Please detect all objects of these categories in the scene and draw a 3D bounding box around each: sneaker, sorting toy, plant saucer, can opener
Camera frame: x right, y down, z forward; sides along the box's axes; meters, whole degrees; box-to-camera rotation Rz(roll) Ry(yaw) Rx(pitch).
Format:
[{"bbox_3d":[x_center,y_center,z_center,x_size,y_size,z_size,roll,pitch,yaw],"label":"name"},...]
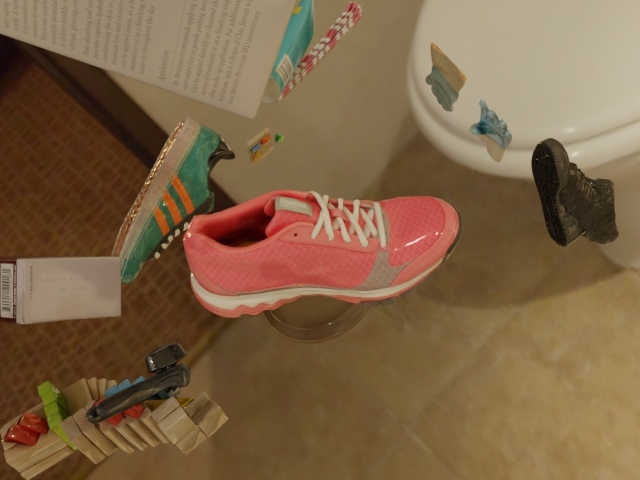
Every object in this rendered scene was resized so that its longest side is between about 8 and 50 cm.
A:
[{"bbox_3d":[0.000,0.001,0.994,0.314,0.136,0.116,-12,53,3],"label":"sneaker"},{"bbox_3d":[-0.244,-0.051,1.529,0.302,0.121,0.108,-63,20,-5],"label":"sneaker"},{"bbox_3d":[-0.103,-0.185,1.742,0.083,0.062,0.012,-41,59,-19],"label":"sorting toy"},{"bbox_3d":[-0.007,0.086,1.903,0.278,0.278,0.041,-43,31,0],"label":"plant saucer"},{"bbox_3d":[-0.254,0.211,1.291,0.073,0.186,0.059,52,132,8],"label":"can opener"},{"bbox_3d":[0.305,-0.059,1.080,0.089,0.170,0.051,-28,32,-17],"label":"sneaker"}]

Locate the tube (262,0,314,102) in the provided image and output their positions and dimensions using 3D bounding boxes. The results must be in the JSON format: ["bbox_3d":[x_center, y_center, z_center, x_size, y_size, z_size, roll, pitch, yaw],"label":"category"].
[{"bbox_3d":[-0.045,-0.283,1.335,0.052,0.080,0.207,18,50,10],"label":"tube"}]

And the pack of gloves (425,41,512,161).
[{"bbox_3d":[0.234,-0.214,1.536,0.046,0.232,0.195,-43,82,-1],"label":"pack of gloves"}]

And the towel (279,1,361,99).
[{"bbox_3d":[-0.010,-0.299,1.469,0.197,0.029,0.144,-45,6,4],"label":"towel"}]

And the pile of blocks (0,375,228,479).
[{"bbox_3d":[-0.327,0.250,1.372,0.362,0.112,0.149,-11,52,10],"label":"pile of blocks"}]

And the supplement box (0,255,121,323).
[{"bbox_3d":[-0.358,0.054,1.075,0.239,0.130,0.073,1,91,41],"label":"supplement box"}]

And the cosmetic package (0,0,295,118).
[{"bbox_3d":[-0.250,-0.332,1.056,0.453,0.230,0.161,18,58,-8],"label":"cosmetic package"}]
